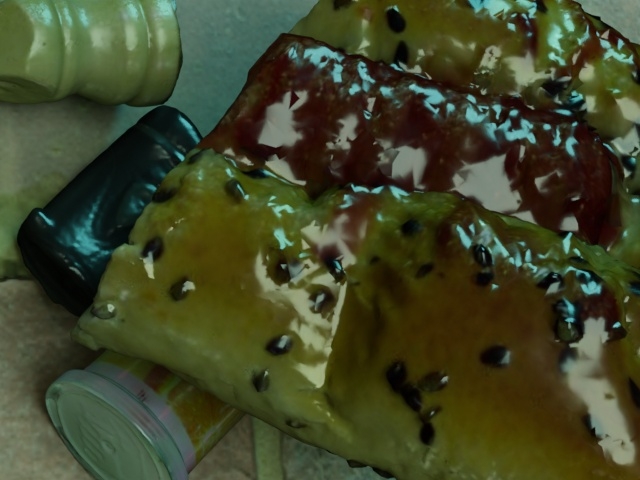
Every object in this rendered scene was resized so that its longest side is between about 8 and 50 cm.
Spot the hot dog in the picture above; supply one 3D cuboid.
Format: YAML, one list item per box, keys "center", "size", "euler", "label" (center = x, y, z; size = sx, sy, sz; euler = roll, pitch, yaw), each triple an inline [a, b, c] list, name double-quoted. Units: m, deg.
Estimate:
- center: [0.109, 0.002, 1.008]
  size: [0.365, 0.196, 0.367]
  euler: [31, 57, 5]
  label: "hot dog"

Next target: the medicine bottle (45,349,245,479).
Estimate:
- center: [0.000, 0.000, 1.153]
  size: [0.426, 0.108, 0.108]
  euler: [-45, 106, -31]
  label: "medicine bottle"

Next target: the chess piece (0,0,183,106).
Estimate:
- center: [-0.194, -0.120, 1.063]
  size: [0.200, 0.090, 0.090]
  euler: [-8, 86, -32]
  label: "chess piece"

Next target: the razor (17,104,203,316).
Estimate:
- center: [-0.122, -0.015, 1.102]
  size: [0.090, 0.054, 0.148]
  euler: [45, 61, 4]
  label: "razor"
